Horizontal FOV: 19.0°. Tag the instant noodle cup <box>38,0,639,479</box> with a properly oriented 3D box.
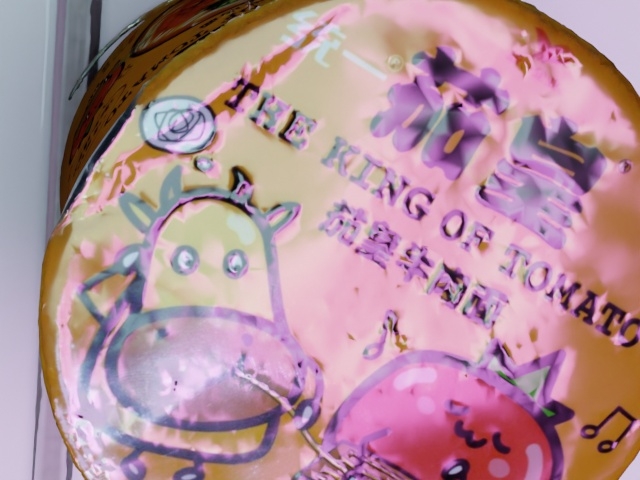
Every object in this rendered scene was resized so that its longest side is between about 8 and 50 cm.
[{"bbox_3d":[0.000,0.000,0.676,0.216,0.172,0.215,-4,108,-13],"label":"instant noodle cup"}]
